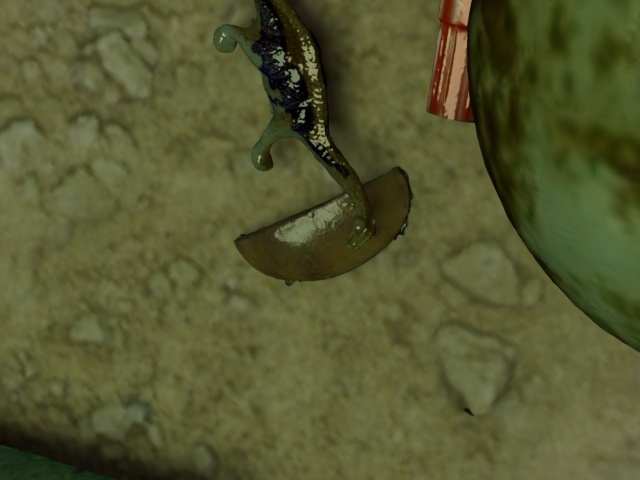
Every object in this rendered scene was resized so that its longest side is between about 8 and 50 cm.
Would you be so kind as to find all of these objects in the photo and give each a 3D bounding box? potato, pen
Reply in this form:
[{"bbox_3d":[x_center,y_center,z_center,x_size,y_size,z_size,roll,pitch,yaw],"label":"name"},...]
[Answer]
[{"bbox_3d":[0.000,0.001,0.770,0.093,0.036,0.037,-23,92,25],"label":"potato"},{"bbox_3d":[0.075,-0.166,0.698,0.028,0.028,0.239,14,109,18],"label":"pen"}]

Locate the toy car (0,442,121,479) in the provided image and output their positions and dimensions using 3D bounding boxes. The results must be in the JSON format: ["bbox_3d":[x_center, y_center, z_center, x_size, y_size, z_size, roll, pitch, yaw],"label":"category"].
[{"bbox_3d":[-0.192,0.160,0.857,0.320,0.097,0.141,11,108,20],"label":"toy car"}]

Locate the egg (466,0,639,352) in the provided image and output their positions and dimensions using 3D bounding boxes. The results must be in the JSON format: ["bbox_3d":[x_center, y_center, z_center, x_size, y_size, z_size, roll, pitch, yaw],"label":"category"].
[{"bbox_3d":[0.175,-0.089,0.569,0.238,0.238,0.290,17,89,17],"label":"egg"}]

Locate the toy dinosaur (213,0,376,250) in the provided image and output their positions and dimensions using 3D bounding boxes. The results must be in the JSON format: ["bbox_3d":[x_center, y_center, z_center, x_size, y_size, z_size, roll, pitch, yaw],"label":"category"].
[{"bbox_3d":[-0.019,-0.078,0.751,0.058,0.037,0.180,-22,90,39],"label":"toy dinosaur"}]
